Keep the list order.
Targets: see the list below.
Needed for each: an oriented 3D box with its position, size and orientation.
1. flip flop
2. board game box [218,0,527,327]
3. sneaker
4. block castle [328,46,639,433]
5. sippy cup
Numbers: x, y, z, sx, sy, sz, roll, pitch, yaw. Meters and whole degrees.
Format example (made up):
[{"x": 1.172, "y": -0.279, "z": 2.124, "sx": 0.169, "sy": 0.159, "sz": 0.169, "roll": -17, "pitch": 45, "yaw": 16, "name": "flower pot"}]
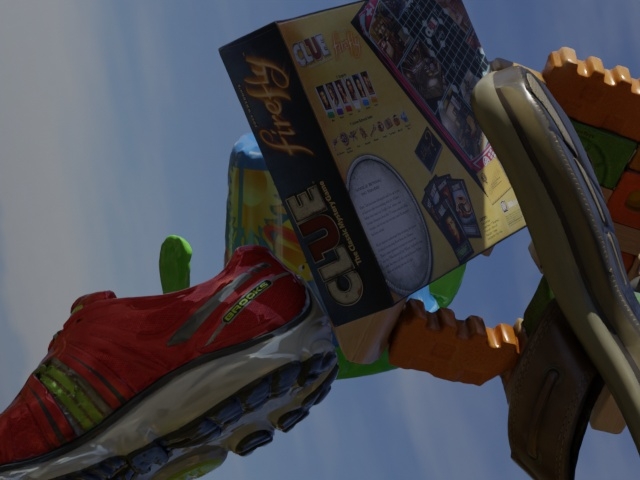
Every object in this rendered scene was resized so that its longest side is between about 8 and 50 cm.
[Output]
[{"x": 0.113, "y": 0.058, "z": 0.847, "sx": 0.112, "sy": 0.080, "sz": 0.277, "roll": 10, "pitch": 58, "yaw": -78, "name": "flip flop"}, {"x": 0.046, "y": -0.060, "z": 1.109, "sx": 0.243, "sy": 0.042, "sz": 0.165, "roll": -25, "pitch": 92, "yaw": -60, "name": "board game box"}, {"x": -0.128, "y": 0.091, "z": 1.058, "sx": 0.107, "sy": 0.279, "sz": 0.118, "roll": 74, "pitch": -10, "yaw": -60, "name": "sneaker"}, {"x": 0.223, "y": -0.009, "z": 1.605, "sx": 0.303, "sy": 0.453, "sz": 0.213, "roll": -99, "pitch": -151, "yaw": -59, "name": "block castle"}, {"x": 0.000, "y": 0.000, "z": 1.901, "sx": 0.305, "sy": 0.240, "sz": 0.224, "roll": -35, "pitch": 122, "yaw": -62, "name": "sippy cup"}]
